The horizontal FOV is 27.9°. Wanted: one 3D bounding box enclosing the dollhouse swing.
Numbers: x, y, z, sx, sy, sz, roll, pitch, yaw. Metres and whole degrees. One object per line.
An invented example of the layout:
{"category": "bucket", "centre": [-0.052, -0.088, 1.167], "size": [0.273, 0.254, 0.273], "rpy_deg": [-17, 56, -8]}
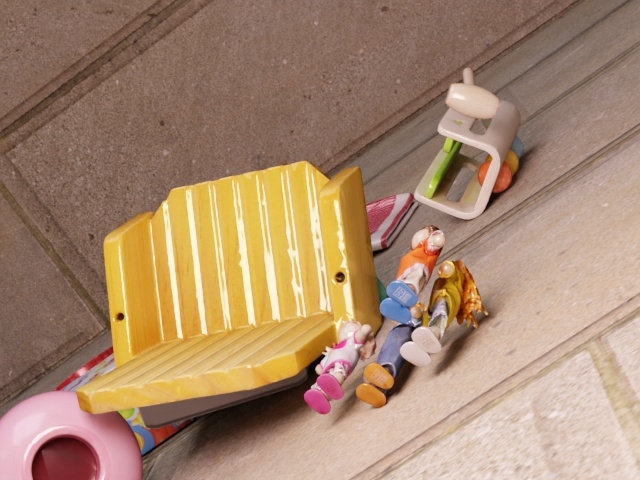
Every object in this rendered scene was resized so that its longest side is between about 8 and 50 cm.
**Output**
{"category": "dollhouse swing", "centre": [-0.141, 0.049, 1.652], "size": [0.347, 0.315, 0.305], "rpy_deg": [-11, -10, 20]}

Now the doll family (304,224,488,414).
{"category": "doll family", "centre": [0.097, 0.100, 1.426], "size": [0.263, 0.118, 0.163], "rpy_deg": [-53, 3, 36]}

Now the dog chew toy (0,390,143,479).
{"category": "dog chew toy", "centre": [-0.352, 0.312, 1.727], "size": [0.207, 0.206, 0.332], "rpy_deg": [-38, 0, -19]}

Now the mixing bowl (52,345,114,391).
{"category": "mixing bowl", "centre": [-0.440, 0.296, 2.549], "size": [0.181, 0.098, 0.181], "rpy_deg": [-36, 8, 6]}

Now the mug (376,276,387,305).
{"category": "mug", "centre": [0.017, 0.063, 1.833], "size": [0.158, 0.097, 0.129], "rpy_deg": [-13, 9, 9]}

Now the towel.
{"category": "towel", "centre": [0.000, 0.000, 2.342], "size": [0.329, 0.037, 0.237], "rpy_deg": [-15, 16, 24]}

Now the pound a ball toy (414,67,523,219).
{"category": "pound a ball toy", "centre": [0.257, -0.164, 2.019], "size": [0.319, 0.136, 0.208], "rpy_deg": [-53, -17, -66]}

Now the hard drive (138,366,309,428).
{"category": "hard drive", "centre": [-0.124, 0.171, 1.894], "size": [0.233, 0.047, 0.353], "rpy_deg": [-18, 9, 5]}

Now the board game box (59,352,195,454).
{"category": "board game box", "centre": [-0.340, 0.282, 2.019], "size": [0.275, 0.142, 0.144], "rpy_deg": [-35, 9, 7]}
